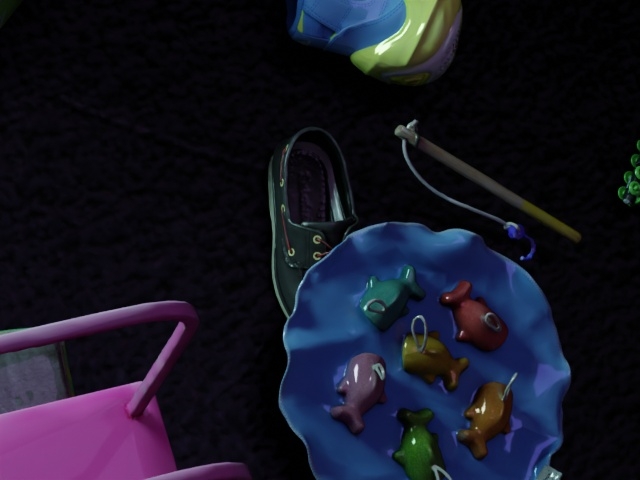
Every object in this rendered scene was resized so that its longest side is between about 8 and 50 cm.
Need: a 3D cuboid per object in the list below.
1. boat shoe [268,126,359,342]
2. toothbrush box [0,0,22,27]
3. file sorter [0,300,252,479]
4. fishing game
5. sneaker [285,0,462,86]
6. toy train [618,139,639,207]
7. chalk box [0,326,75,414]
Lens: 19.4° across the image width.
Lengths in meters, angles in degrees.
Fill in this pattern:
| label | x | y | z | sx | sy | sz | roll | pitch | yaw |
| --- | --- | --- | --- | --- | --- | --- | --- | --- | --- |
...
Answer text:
| label | x | y | z | sx | sy | sz | roll | pitch | yaw |
| --- | --- | --- | --- | --- | --- | --- | --- | --- | --- |
| boat shoe | -0.002 | 0.000 | 1.075 | 0.049 | 0.042 | 0.133 | -3 | 73 | -21 |
| toothbrush box | -0.200 | -0.277 | 1.072 | 0.206 | 0.122 | 0.283 | 33 | 65 | -2 |
| file sorter | -0.107 | 0.190 | 0.695 | 0.202 | 0.182 | 0.291 | -12 | 74 | -19 |
| fishing game | 0.066 | 0.078 | 1.051 | 0.189 | 0.041 | 0.264 | 34 | 67 | -17 |
| sneaker | 0.027 | -0.215 | 1.136 | 0.126 | 0.091 | 0.240 | 8 | 69 | -13 |
| toy train | 0.209 | -0.054 | 1.172 | 0.023 | 0.017 | 0.083 | 32 | 64 | -15 |
| chalk box | -0.201 | 0.152 | 0.883 | 0.180 | 0.179 | 0.289 | -8 | 72 | -19 |
